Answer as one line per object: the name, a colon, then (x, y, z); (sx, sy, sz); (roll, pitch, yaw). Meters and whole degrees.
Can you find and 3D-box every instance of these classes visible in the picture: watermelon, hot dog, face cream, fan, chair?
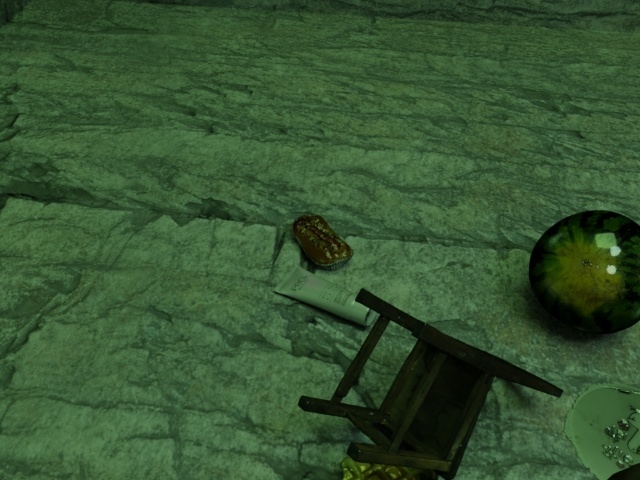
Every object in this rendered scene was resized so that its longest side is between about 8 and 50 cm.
watermelon: (0.587, 0.069, 1.294); (0.269, 0.269, 0.269); (1, 44, -1)
hot dog: (0.000, 0.000, 1.486); (0.108, 0.059, 0.191); (-20, 46, -27)
face cream: (0.015, 0.125, 1.361); (0.244, 0.058, 0.092); (21, 51, 27)
fan: (0.662, 0.339, 1.187); (0.415, 0.012, 0.233); (-31, 54, -26)
chair: (0.210, 0.286, 1.082); (0.203, 0.416, 0.240); (22, 84, 56)

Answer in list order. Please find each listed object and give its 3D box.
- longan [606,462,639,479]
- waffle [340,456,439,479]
longan: (0.504, 0.486, 0.785); (0.391, 0.391, 0.391); (1, 44, -1)
waffle: (0.136, 0.471, 1.005); (0.261, 0.056, 0.250); (12, 45, 7)
